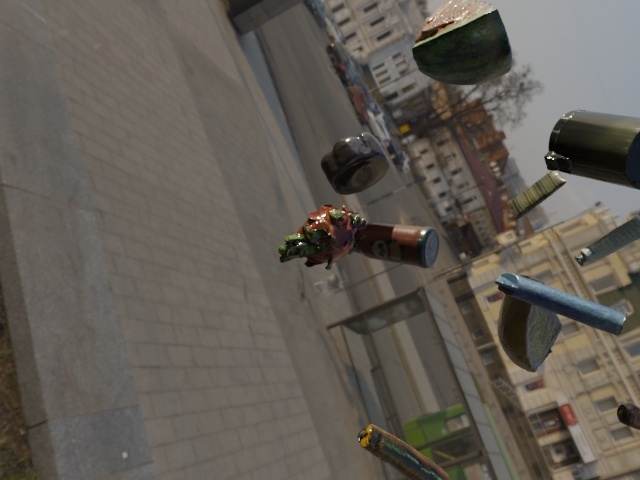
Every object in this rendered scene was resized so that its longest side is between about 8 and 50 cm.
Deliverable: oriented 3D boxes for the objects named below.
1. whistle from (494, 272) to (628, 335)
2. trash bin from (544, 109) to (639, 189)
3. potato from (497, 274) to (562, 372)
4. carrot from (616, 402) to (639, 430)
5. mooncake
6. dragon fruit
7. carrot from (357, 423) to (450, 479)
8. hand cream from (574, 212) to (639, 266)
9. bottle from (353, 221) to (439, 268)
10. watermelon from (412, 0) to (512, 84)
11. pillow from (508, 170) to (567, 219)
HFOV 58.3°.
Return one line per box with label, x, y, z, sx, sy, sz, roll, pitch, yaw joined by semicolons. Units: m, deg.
whistle;0.581;0.149;1.409;0.062;0.304;0.062;-49;151;-40
trash bin;0.862;-0.272;1.710;0.203;0.252;0.301;63;-12;-26
potato;0.605;0.243;1.795;0.211;0.189;0.264;28;-22;52
carrot;0.790;0.435;1.374;0.161;0.055;0.055;20;23;-4
mooncake;0.122;-0.270;2.037;0.133;0.245;0.245;63;12;20
dragon fruit;0.008;-0.011;1.755;0.269;0.200;0.198;-11;63;-49
carrot;0.190;0.497;1.289;0.260;0.070;0.070;38;23;-18
hand cream;0.868;0.001;1.700;0.050;0.234;0.080;47;16;-39
bottle;0.241;0.008;2.029;0.144;0.336;0.144;-14;108;-54
watermelon;0.439;-0.599;1.766;0.293;0.283;0.250;-67;143;-49
pillow;0.740;-0.160;1.962;0.038;0.203;0.113;40;25;-21
